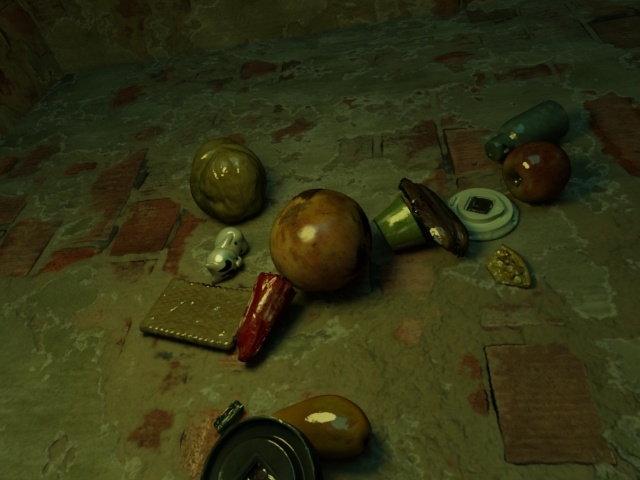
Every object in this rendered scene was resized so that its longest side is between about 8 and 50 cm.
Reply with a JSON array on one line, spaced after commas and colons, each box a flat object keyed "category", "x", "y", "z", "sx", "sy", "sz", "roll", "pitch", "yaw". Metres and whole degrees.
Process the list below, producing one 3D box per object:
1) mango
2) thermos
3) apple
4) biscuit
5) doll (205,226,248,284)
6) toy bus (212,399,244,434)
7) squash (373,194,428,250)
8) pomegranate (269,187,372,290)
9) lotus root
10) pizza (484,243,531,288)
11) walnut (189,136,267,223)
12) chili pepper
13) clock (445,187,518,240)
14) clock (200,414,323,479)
[{"category": "mango", "x": -0.006, "y": 0.421, "z": 1.123, "sx": 0.254, "sy": 0.113, "sz": 0.138, "roll": -5, "pitch": 51, "yaw": 20}, {"category": "thermos", "x": 0.699, "y": -0.369, "z": 1.723, "sx": 0.287, "sy": 0.144, "sz": 0.182, "roll": -27, "pitch": 13, "yaw": -10}, {"category": "apple", "x": 0.671, "y": -0.214, "z": 1.530, "sx": 0.174, "sy": 0.188, "sz": 0.188, "roll": -20, "pitch": 43, "yaw": -17}, {"category": "biscuit", "x": -0.361, "y": 0.215, "z": 1.476, "sx": 0.325, "sy": 0.044, "sz": 0.217, "roll": 6, "pitch": 46, "yaw": 20}, {"category": "doll", "x": -0.303, "y": 0.042, "z": 1.592, "sx": 0.107, "sy": 0.110, "sz": 0.180, "roll": -2, "pitch": 47, "yaw": 15}, {"category": "toy bus", "x": -0.226, "y": 0.437, "z": 1.219, "sx": 0.031, "sy": 0.037, "sz": 0.083, "roll": 25, "pitch": 56, "yaw": 35}, {"category": "squash", "x": 0.244, "y": -0.044, "z": 1.502, "sx": 0.123, "sy": 0.170, "sz": 0.170, "roll": -30, "pitch": 44, "yaw": 5}, {"category": "pomegranate", "x": 0.000, "y": 0.000, "z": 1.429, "sx": 0.322, "sy": 0.322, "sz": 0.322, "roll": -8, "pitch": 44, "yaw": 8}, {"category": "lotus root", "x": 0.350, "y": -0.092, "z": 1.500, "sx": 0.078, "sy": 0.167, "sz": 0.329, "roll": -45, "pitch": 50, "yaw": 22}, {"category": "pizza", "x": 0.526, "y": 0.074, "z": 1.384, "sx": 0.099, "sy": 0.035, "sz": 0.160, "roll": -16, "pitch": 43, "yaw": -1}, {"category": "walnut", "x": -0.325, "y": -0.212, "z": 1.745, "sx": 0.254, "sy": 0.276, "sz": 0.282, "roll": -4, "pitch": 33, "yaw": 3}, {"category": "chili pepper", "x": -0.174, "y": 0.215, "z": 1.368, "sx": 0.144, "sy": 0.136, "sz": 0.252, "roll": 15, "pitch": 67, "yaw": 29}, {"category": "clock", "x": 0.500, "y": -0.096, "z": 1.555, "sx": 0.237, "sy": 0.053, "sz": 0.236, "roll": -8, "pitch": 43, "yaw": 8}, {"category": "clock", "x": -0.125, "y": 0.514, "z": 1.031, "sx": 0.281, "sy": 0.055, "sz": 0.280, "roll": -11, "pitch": 61, "yaw": 21}]
